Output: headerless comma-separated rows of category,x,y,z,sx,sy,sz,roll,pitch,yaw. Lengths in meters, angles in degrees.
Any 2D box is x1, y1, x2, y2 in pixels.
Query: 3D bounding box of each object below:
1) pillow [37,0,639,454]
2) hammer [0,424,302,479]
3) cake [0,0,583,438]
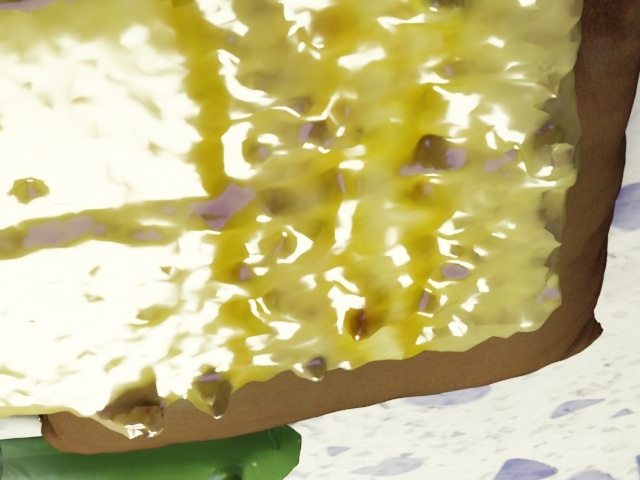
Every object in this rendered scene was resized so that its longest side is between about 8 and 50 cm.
pillow,0.000,0.000,0.874,0.307,0.108,0.305,-10,149,-5
hammer,-0.162,0.150,1.127,0.335,0.119,0.206,-2,155,-26
cake,-0.083,-0.085,0.557,0.286,0.227,0.222,-10,149,-2
